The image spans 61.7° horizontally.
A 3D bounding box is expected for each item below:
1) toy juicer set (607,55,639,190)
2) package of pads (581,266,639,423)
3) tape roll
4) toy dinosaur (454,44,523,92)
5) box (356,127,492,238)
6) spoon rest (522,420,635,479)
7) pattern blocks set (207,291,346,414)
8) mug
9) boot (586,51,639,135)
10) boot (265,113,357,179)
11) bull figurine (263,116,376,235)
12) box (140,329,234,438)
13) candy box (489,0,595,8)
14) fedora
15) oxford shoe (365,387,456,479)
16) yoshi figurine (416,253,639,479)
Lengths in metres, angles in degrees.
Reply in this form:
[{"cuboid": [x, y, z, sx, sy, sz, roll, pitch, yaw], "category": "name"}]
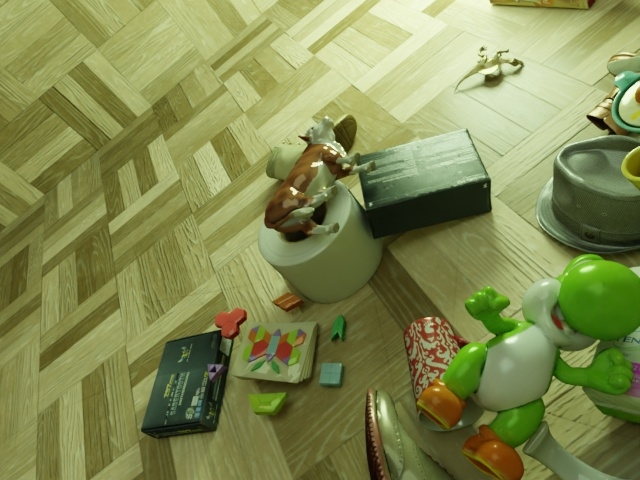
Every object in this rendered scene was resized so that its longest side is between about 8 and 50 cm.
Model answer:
[{"cuboid": [0.579, -0.239, 0.855, 0.209, 0.089, 0.329, -20, 46, 39], "category": "toy juicer set"}, {"cuboid": [0.529, 0.145, 0.707, 0.296, 0.101, 0.229, -2, 51, 58], "category": "package of pads"}, {"cuboid": [0.000, 0.000, 1.239, 0.246, 0.169, 0.246, -21, 45, 23], "category": "tape roll"}, {"cuboid": [0.427, -0.458, 1.397, 0.183, 0.053, 0.093, -15, 49, 27], "category": "toy dinosaur"}, {"cuboid": [0.222, -0.126, 1.186, 0.261, 0.103, 0.184, -13, 44, 8], "category": "box"}, {"cuboid": [0.407, 0.353, 0.708, 0.276, 0.084, 0.137, 35, 81, 35], "category": "spoon rest"}, {"cuboid": [-0.100, 0.238, 1.174, 0.325, 0.026, 0.285, -13, 49, 14], "category": "pattern blocks set"}, {"cuboid": [0.223, 0.230, 0.940, 0.169, 0.150, 0.113, -98, 21, -49], "category": "mug"}, {"cuboid": [0.615, -0.301, 1.108, 0.152, 0.073, 0.197, -37, 38, 11], "category": "boot"}, {"cuboid": [-0.030, -0.268, 1.553, 0.203, 0.095, 0.262, 23, 75, 47], "category": "boot"}, {"cuboid": [-0.003, -0.137, 1.154, 0.188, 0.101, 0.310, 7, 58, 38], "category": "bull figurine"}, {"cuboid": [-0.310, 0.337, 1.266, 0.183, 0.059, 0.233, -16, 46, 26], "category": "box"}, {"cuboid": [0.571, -0.720, 1.415, 0.087, 0.183, 0.316, -48, 41, -9], "category": "candy box"}, {"cuboid": [0.517, -0.105, 0.969, 0.244, 0.124, 0.275, -44, 41, -4], "category": "fedora"}, {"cuboid": [0.151, 0.387, 0.858, 0.130, 0.123, 0.348, -10, 43, -4], "category": "oxford shoe"}, {"cuboid": [0.311, 0.146, 0.743, 0.362, 0.203, 0.203, -44, 33, -13], "category": "yoshi figurine"}]
